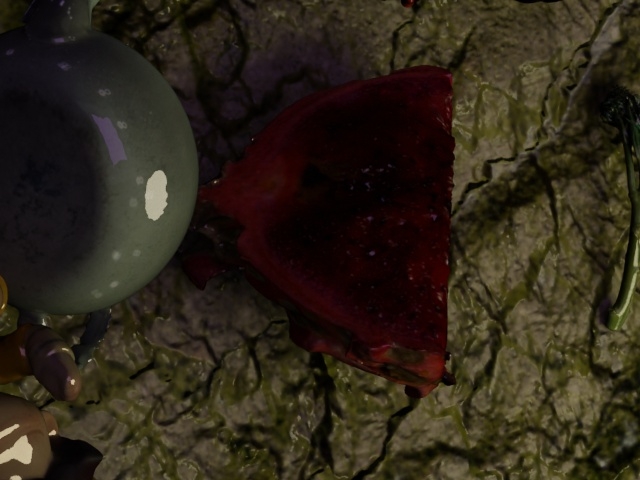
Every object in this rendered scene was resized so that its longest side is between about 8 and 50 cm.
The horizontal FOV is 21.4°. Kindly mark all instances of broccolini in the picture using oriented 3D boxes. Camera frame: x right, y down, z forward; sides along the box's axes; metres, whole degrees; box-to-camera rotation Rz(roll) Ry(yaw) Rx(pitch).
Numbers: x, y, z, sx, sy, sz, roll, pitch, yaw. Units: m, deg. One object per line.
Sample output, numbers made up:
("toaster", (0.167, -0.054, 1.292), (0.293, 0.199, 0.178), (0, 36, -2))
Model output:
("broccolini", (0.239, -0.027, 1.314), (0.054, 0.052, 0.194), (9, 81, -13))

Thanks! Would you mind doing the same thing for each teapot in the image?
("teapot", (-0.170, -0.048, 1.125), (0.193, 0.129, 0.294), (9, 108, 21))

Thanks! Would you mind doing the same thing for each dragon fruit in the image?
("dragon fruit", (0.000, 0.000, 1.204), (0.212, 0.134, 0.262), (10, 51, 0))

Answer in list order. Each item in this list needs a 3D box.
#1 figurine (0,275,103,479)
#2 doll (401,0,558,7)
("figurine", (-0.230, 0.135, 1.075), (0.192, 0.167, 0.256), (-8, 96, -19))
("doll", (0.106, -0.230, 1.276), (0.249, 0.088, 0.127), (1, 83, -14))
